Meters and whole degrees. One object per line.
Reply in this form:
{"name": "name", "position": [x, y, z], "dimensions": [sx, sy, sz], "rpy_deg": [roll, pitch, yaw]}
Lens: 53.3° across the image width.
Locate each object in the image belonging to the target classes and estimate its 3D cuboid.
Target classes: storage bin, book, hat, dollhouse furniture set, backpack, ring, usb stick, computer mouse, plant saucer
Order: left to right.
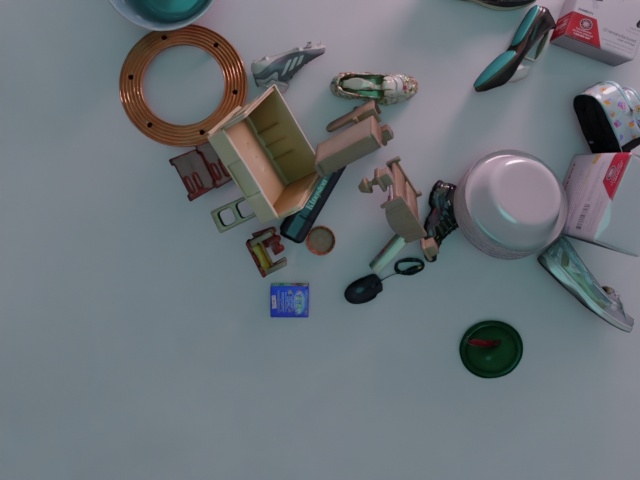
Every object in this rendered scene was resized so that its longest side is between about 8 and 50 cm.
{"name": "ring", "position": [-0.363, -0.410, 1.693], "dimensions": [0.336, 0.032, 0.337], "rpy_deg": [0, 84, -1]}
{"name": "dollhouse furniture set", "position": [-0.231, -0.082, 1.675], "dimensions": [0.152, 0.201, 0.374], "rpy_deg": [-25, 98, 2]}
{"name": "storage bin", "position": [-0.130, -0.212, 1.581], "dimensions": [0.123, 0.260, 0.262], "rpy_deg": [-22, 111, 24]}
{"name": "usb stick", "position": [-0.019, -0.122, 1.747], "dimensions": [0.077, 0.045, 0.278], "rpy_deg": [30, 95, -3]}
{"name": "plant saucer", "position": [0.000, 0.000, 1.778], "dimensions": [0.083, 0.013, 0.084], "rpy_deg": [0, 97, -1]}
{"name": "dollhouse furniture set", "position": [0.151, -0.138, 1.692], "dimensions": [0.173, 0.303, 0.356], "rpy_deg": [-24, 121, 22]}
{"name": "computer mouse", "position": [0.179, 0.112, 1.778], "dimensions": [0.242, 0.041, 0.071], "rpy_deg": [-27, 95, 2]}
{"name": "book", "position": [0.191, 0.025, 1.741], "dimensions": [0.035, 0.096, 0.144], "rpy_deg": [40, 94, -5]}
{"name": "hat", "position": [0.474, 0.320, 1.732], "dimensions": [0.208, 0.183, 0.173], "rpy_deg": [1, 97, 0]}
{"name": "backpack", "position": [0.756, -0.326, 1.666], "dimensions": [0.144, 0.166, 0.188], "rpy_deg": [-36, 99, 2]}

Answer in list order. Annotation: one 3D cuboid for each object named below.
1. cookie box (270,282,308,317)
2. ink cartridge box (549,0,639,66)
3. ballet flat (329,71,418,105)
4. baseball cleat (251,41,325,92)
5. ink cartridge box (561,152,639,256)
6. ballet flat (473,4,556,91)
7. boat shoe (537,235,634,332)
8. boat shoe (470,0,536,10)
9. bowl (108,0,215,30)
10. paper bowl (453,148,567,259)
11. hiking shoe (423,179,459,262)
{"name": "cookie box", "position": [-0.086, 0.167, 1.783], "dimensions": [0.107, 0.040, 0.092], "rpy_deg": [1, 97, -1]}
{"name": "ink cartridge box", "position": [0.752, -0.622, 1.657], "dimensions": [0.196, 0.114, 0.273], "rpy_deg": [19, 95, -2]}
{"name": "ballet flat", "position": [0.145, -0.407, 1.699], "dimensions": [0.240, 0.077, 0.091], "rpy_deg": [-1, 95, -1]}
{"name": "baseball cleat", "position": [-0.079, -0.459, 1.705], "dimensions": [0.205, 0.072, 0.110], "rpy_deg": [-13, 110, 6]}
{"name": "ink cartridge box", "position": [0.723, -0.099, 1.622], "dimensions": [0.131, 0.306, 0.226], "rpy_deg": [20, 97, -2]}
{"name": "ballet flat", "position": [0.526, -0.487, 1.687], "dimensions": [0.096, 0.095, 0.280], "rpy_deg": [36, 95, -16]}
{"name": "boat shoe", "position": [0.744, 0.127, 1.747], "dimensions": [0.320, 0.118, 0.103], "rpy_deg": [42, 99, 2]}
{"name": "boat shoe", "position": [0.442, -0.669, 1.661], "dimensions": [0.285, 0.092, 0.103], "rpy_deg": [9, 97, -1]}
{"name": "bowl", "position": [-0.387, -0.678, 1.621], "dimensions": [0.311, 0.163, 0.312], "rpy_deg": [0, 97, 0]}
{"name": "paper bowl", "position": [0.503, -0.102, 1.657], "dimensions": [0.284, 0.148, 0.285], "rpy_deg": [2, 74, -9]}
{"name": "hiking shoe", "position": [0.344, -0.046, 1.737], "dimensions": [0.114, 0.086, 0.227], "rpy_deg": [11, 96, 2]}
